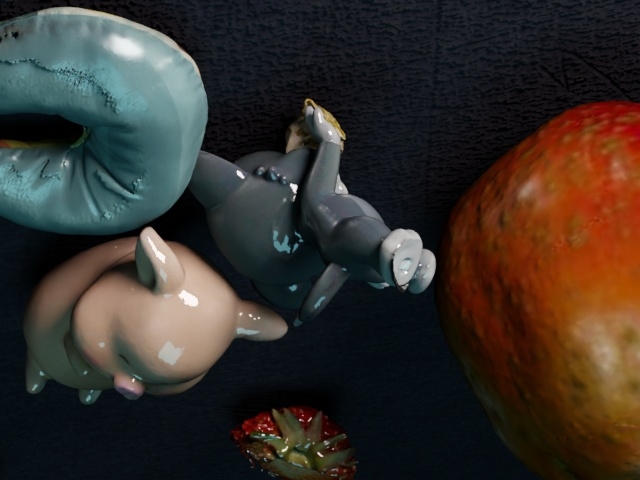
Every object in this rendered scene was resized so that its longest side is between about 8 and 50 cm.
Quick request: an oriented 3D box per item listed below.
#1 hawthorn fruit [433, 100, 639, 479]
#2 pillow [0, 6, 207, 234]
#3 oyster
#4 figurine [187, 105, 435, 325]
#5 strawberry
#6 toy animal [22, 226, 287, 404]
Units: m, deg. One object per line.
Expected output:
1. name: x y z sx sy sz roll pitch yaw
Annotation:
1. hawthorn fruit: 0.316 0.082 1.202 0.403 0.403 0.403 -9 145 -7
2. pillow: -0.201 -0.092 1.040 0.214 0.086 0.233 2 142 -10
3. oyster: -0.003 -0.097 1.146 0.051 0.034 0.093 15 150 -12
4. figurine: -0.001 0.004 1.094 0.140 0.265 0.193 -37 128 -5
5. strawberry: -0.038 0.252 1.595 0.167 0.087 0.208 19 163 -11
6. toy animal: -0.174 0.073 1.194 0.250 0.154 0.166 -8 164 44
